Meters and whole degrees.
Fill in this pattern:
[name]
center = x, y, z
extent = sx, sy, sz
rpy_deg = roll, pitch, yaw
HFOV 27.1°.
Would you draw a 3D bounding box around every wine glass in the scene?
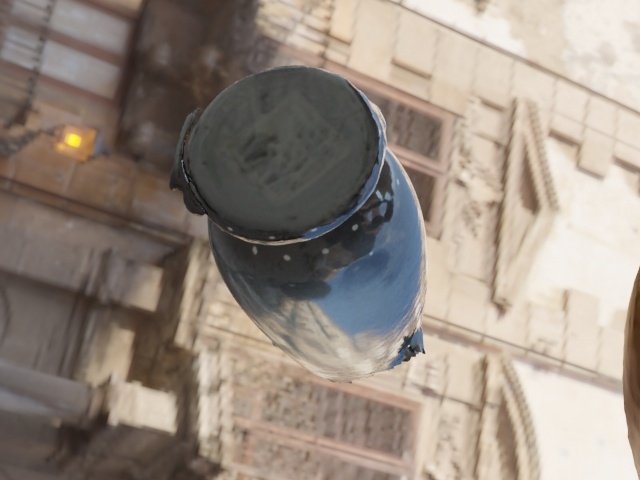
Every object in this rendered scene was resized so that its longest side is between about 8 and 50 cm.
[wine glass]
center = 0.000, 0.000, 0.703
extent = 0.111, 0.204, 0.111
rpy_deg = -6, -119, 10

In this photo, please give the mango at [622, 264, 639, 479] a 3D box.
[mango]
center = 0.203, 0.051, 0.414
extent = 0.199, 0.350, 0.201
rpy_deg = -46, -127, -3
